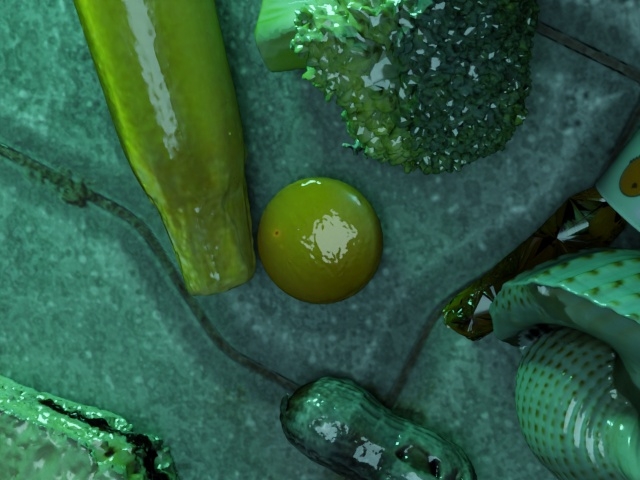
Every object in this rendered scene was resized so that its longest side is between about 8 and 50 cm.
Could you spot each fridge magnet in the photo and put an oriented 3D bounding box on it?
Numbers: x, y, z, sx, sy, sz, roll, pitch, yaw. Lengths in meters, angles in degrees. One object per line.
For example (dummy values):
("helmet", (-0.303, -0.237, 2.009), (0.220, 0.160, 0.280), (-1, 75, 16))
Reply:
("fridge magnet", (0.000, 0.000, 1.519), (0.143, 0.063, 0.143), (2, 100, 12))

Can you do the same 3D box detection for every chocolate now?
("chocolate", (-0.169, -0.158, 1.492), (0.162, 0.162, 0.445), (-10, 103, 15))
("chocolate", (0.068, 0.237, 1.532), (0.248, 0.110, 0.110), (34, 106, 8))

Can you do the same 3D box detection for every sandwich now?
("sandwich", (-0.310, 0.323, 1.622), (0.325, 0.131, 0.262), (20, 103, 11))

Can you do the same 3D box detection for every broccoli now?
("broccoli", (0.061, -0.239, 1.362), (0.302, 0.249, 0.375), (-11, 104, 12))

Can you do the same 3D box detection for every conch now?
("conch", (0.327, 0.129, 1.357), (0.319, 0.215, 0.303), (13, 133, 51))

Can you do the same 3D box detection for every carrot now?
("carrot", (0.231, 0.027, 1.476), (0.228, 0.069, 0.069), (-41, 90, 17))

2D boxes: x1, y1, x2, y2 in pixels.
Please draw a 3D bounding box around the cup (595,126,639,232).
("cup", (0.444, -0.116, 1.318), (0.212, 0.212, 0.317), (36, 106, 4))
